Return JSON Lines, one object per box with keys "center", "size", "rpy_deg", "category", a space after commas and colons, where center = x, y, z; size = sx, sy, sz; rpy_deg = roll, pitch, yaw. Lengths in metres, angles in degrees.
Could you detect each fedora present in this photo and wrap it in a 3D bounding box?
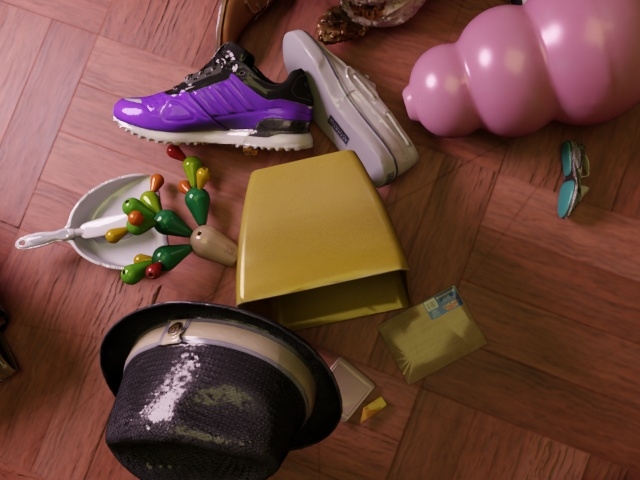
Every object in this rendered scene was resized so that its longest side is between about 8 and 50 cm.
{"center": [-0.146, 0.227, 0.872], "size": [0.334, 0.334, 0.152], "rpy_deg": [11, 42, 7], "category": "fedora"}

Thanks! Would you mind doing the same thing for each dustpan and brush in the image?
{"center": [-0.347, -0.014, 1.040], "size": [0.211, 0.060, 0.147], "rpy_deg": [-13, 83, 4], "category": "dustpan and brush"}

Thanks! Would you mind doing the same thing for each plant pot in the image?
{"center": [0.000, 0.000, 0.938], "size": [0.212, 0.212, 0.187], "rpy_deg": [-12, 71, 5], "category": "plant pot"}

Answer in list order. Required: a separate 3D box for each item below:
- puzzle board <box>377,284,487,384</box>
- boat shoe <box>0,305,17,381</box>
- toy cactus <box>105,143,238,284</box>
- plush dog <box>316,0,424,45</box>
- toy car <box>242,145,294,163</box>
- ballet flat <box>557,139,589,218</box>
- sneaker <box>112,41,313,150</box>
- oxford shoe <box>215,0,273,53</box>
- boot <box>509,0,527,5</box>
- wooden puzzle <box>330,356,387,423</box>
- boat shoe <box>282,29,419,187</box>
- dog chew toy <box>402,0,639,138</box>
{"center": [0.160, 0.136, 0.996], "size": [0.128, 0.011, 0.096], "rpy_deg": [-29, 81, 2], "category": "puzzle board"}
{"center": [-0.509, 0.127, 1.047], "size": [0.066, 0.066, 0.183], "rpy_deg": [-20, 92, -1], "category": "boat shoe"}
{"center": [-0.197, -0.023, 1.002], "size": [0.180, 0.112, 0.219], "rpy_deg": [28, 58, -12], "category": "toy cactus"}
{"center": [0.061, -0.404, 0.980], "size": [0.262, 0.210, 0.225], "rpy_deg": [-21, 123, 27], "category": "plush dog"}
{"center": [-0.068, -0.103, 1.030], "size": [0.122, 0.040, 0.060], "rpy_deg": [16, 86, 7], "category": "toy car"}
{"center": [0.364, -0.086, 0.985], "size": [0.041, 0.041, 0.114], "rpy_deg": [4, 85, 7], "category": "ballet flat"}
{"center": [-0.152, -0.214, 1.000], "size": [0.293, 0.102, 0.146], "rpy_deg": [4, 107, 1], "category": "sneaker"}
{"center": [-0.110, -0.364, 1.049], "size": [0.076, 0.076, 0.212], "rpy_deg": [18, 87, -5], "category": "oxford shoe"}
{"center": [0.342, -0.459, 1.004], "size": [0.176, 0.088, 0.244], "rpy_deg": [-18, 91, 4], "category": "boot"}
{"center": [0.033, 0.217, 1.001], "size": [0.078, 0.014, 0.116], "rpy_deg": [-43, 82, -4], "category": "wooden puzzle"}
{"center": [0.045, -0.203, 1.007], "size": [0.088, 0.096, 0.267], "rpy_deg": [-30, 75, -26], "category": "boat shoe"}
{"center": [0.276, -0.235, 0.936], "size": [0.332, 0.206, 0.207], "rpy_deg": [-16, 83, 13], "category": "dog chew toy"}
